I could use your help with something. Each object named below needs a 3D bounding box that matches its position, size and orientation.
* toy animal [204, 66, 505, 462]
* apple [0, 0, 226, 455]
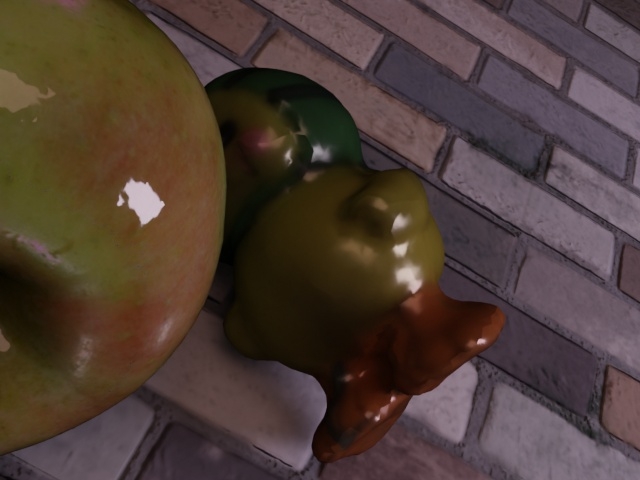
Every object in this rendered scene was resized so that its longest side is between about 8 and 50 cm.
[{"bbox_3d":[0.001,-0.001,0.599,0.338,0.216,0.191,53,27,16],"label":"toy animal"},{"bbox_3d":[-0.223,-0.035,0.447,0.319,0.319,0.277,-1,32,-25],"label":"apple"}]
